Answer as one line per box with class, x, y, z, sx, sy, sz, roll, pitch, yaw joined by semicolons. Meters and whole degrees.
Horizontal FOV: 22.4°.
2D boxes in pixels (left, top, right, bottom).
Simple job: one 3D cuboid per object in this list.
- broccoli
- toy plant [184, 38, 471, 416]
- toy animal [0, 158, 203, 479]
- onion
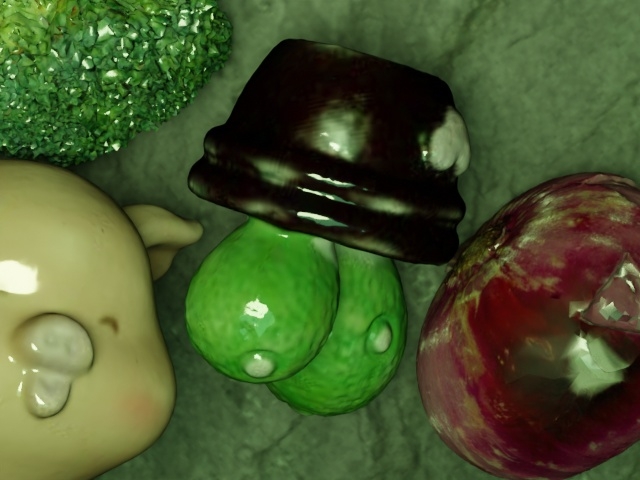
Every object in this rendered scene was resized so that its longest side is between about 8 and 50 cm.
broccoli;-0.163;-0.146;1.013;0.220;0.194;0.194;-30;104;33
toy plant;0.000;0.000;1.016;0.175;0.218;0.235;18;94;24
toy animal;-0.215;0.082;0.994;0.237;0.326;0.269;17;78;-25
onion;0.156;0.061;1.034;0.207;0.200;0.200;-18;105;12
